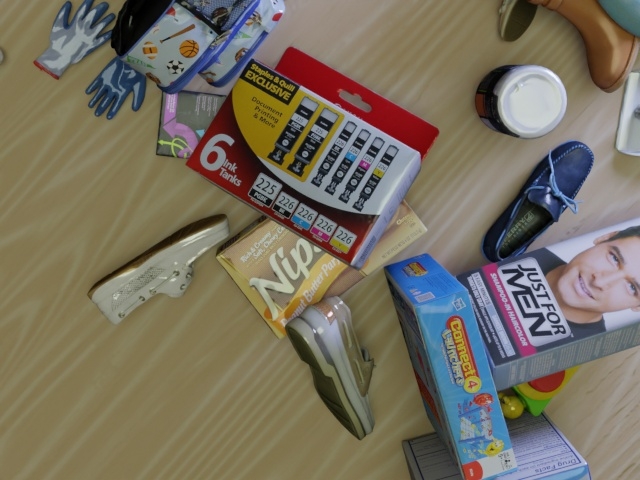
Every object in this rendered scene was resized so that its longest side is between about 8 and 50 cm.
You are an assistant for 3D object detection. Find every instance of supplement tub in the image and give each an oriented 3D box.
[{"bbox_3d":[0.320,-0.229,1.581,0.117,0.190,0.116,-1,101,-3],"label":"supplement tub"}]

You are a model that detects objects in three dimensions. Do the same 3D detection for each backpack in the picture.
[{"bbox_3d":[-0.198,-0.358,1.508,0.263,0.276,0.213,-43,113,8],"label":"backpack"}]

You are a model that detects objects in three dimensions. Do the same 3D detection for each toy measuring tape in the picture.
[{"bbox_3d":[0.414,0.171,1.705,0.121,0.121,0.330,39,87,-9],"label":"toy measuring tape"}]

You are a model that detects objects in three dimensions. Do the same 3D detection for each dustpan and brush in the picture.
[{"bbox_3d":[0.631,-0.210,1.668,0.211,0.060,0.147,6,100,-4],"label":"dustpan and brush"}]

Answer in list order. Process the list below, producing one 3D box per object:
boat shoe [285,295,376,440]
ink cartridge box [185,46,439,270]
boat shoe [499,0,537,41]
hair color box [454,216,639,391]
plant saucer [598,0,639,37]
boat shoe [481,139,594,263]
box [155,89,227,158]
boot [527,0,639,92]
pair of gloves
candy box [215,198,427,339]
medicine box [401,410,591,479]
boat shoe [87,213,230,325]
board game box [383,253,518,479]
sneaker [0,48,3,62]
[{"bbox_3d":[0.044,0.224,1.659,0.103,0.113,0.302,-39,132,-19],"label":"boat shoe"},{"bbox_3d":[-0.006,-0.147,1.535,0.310,0.130,0.271,30,88,10],"label":"ink cartridge box"},{"bbox_3d":[0.334,-0.411,1.627,0.056,0.048,0.153,5,108,-33],"label":"boat shoe"},{"bbox_3d":[0.434,0.102,1.632,0.375,0.113,0.185,-17,58,-3],"label":"hair color box"},{"bbox_3d":[0.558,-0.481,1.565,0.318,0.044,0.317,1,87,-23],"label":"plant saucer"},{"bbox_3d":[0.388,-0.055,1.667,0.109,0.089,0.258,32,97,-8],"label":"boat shoe"},{"bbox_3d":[-0.192,-0.192,1.638,0.162,0.029,0.116,6,100,-6],"label":"box"},{"bbox_3d":[0.406,-0.387,1.564,0.220,0.109,0.283,0,96,-27],"label":"boot"},{"bbox_3d":[-0.366,-0.302,1.611,0.198,0.023,0.159,39,95,-12],"label":"pair of gloves"},{"bbox_3d":[0.000,0.000,1.654,0.316,0.087,0.183,-36,100,4],"label":"candy box"},{"bbox_3d":[0.299,0.422,1.645,0.264,0.289,0.149,-16,101,0],"label":"medicine box"},{"bbox_3d":[-0.259,0.053,1.648,0.277,0.098,0.096,-30,101,12],"label":"boat shoe"},{"bbox_3d":[0.206,0.199,1.592,0.086,0.308,0.301,-18,101,-2],"label":"board game box"},{"bbox_3d":[-0.600,-0.302,1.589,0.158,0.061,0.064,11,126,-5],"label":"sneaker"}]
